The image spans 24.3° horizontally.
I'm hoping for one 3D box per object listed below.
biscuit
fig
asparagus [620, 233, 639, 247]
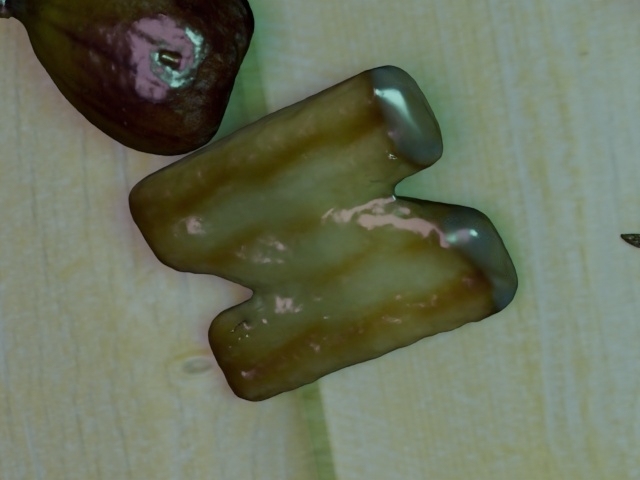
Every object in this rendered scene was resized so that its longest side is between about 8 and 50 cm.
[{"bbox_3d":[0.000,0.000,1.270,0.290,0.062,0.237,-25,104,24],"label":"biscuit"},{"bbox_3d":[-0.197,-0.176,1.298,0.274,0.145,0.170,15,103,6],"label":"fig"},{"bbox_3d":[0.317,0.015,1.183,0.162,0.016,0.016,15,122,20],"label":"asparagus"}]
